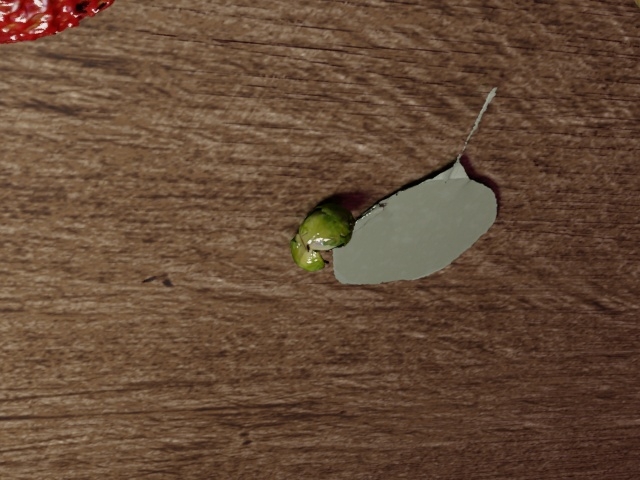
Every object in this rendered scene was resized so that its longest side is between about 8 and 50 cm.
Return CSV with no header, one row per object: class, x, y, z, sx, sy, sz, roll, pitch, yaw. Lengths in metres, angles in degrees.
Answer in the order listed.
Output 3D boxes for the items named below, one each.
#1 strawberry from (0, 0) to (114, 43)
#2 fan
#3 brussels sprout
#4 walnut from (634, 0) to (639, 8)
strawberry,-0.210,-0.188,1.370,0.140,0.085,0.192,-42,146,21
fan,0.115,-0.050,1.847,0.182,0.010,0.310,-7,146,-27
brussels sprout,-0.001,0.001,1.810,0.051,0.046,0.083,6,137,-30
walnut,0.346,-0.231,1.629,0.166,0.149,0.166,-10,116,-20
